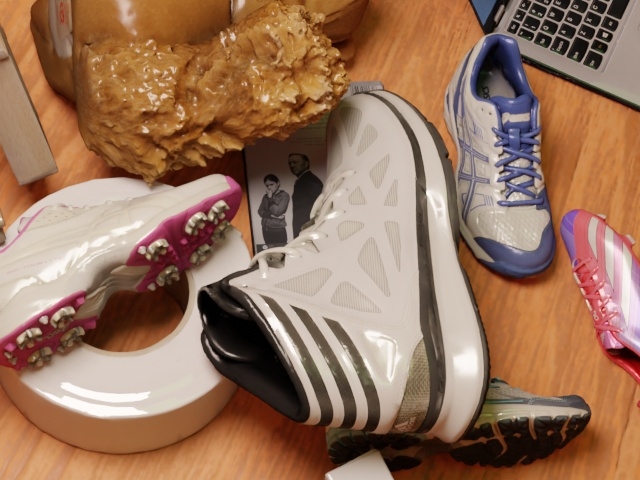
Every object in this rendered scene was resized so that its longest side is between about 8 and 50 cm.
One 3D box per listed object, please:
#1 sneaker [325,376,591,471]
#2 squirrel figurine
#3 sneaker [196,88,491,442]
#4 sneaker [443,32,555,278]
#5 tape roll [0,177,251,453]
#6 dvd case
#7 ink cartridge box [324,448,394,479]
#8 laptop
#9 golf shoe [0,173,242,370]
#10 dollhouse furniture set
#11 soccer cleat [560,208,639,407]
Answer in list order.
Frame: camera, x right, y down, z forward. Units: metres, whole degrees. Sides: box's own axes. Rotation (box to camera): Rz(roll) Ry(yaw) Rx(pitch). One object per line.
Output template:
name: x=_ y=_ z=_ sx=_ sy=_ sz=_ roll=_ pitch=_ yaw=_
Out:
sneaker: x=0.144 y=0.164 z=1.550 sx=0.283 sy=0.110 sz=0.122 roll=0 pitch=57 yaw=-8
squirrel figurine: x=-0.100 y=-0.235 z=1.654 sx=0.371 sy=0.281 sz=0.397 roll=-5 pitch=51 yaw=-22
sneaker: x=0.000 y=0.000 z=1.501 sx=0.258 sy=0.169 sz=0.447 roll=5 pitch=46 yaw=-19
sneaker: x=0.206 y=-0.103 z=1.700 sx=0.112 sy=0.131 sz=0.296 roll=-6 pitch=62 yaw=-13
tape roll: x=-0.207 y=0.076 z=1.556 sx=0.286 sy=0.100 sz=0.286 roll=3 pitch=59 yaw=-5
dvd case: x=0.001 y=-0.081 z=1.716 sx=0.179 sy=0.029 sz=0.238 roll=-2 pitch=60 yaw=-9
ink cartridge box: x=0.059 y=0.298 z=1.457 sx=0.063 sy=0.109 sz=0.150 roll=-22 pitch=65 yaw=-15
laptop: x=0.346 y=-0.421 z=1.844 sx=0.408 sy=0.236 sz=0.382 roll=25 pitch=60 yaw=7
golf shoe: x=-0.222 y=-0.001 z=1.478 sx=0.306 sy=0.115 sz=0.140 roll=-32 pitch=65 yaw=-24
dollhouse furniture set: x=-0.482 y=-0.111 z=1.552 sx=0.356 sy=0.173 sz=0.303 roll=-21 pitch=42 yaw=-7
soccer cleat: x=0.331 y=0.072 z=1.647 sx=0.095 sy=0.083 sz=0.248 roll=-27 pitch=70 yaw=-16
